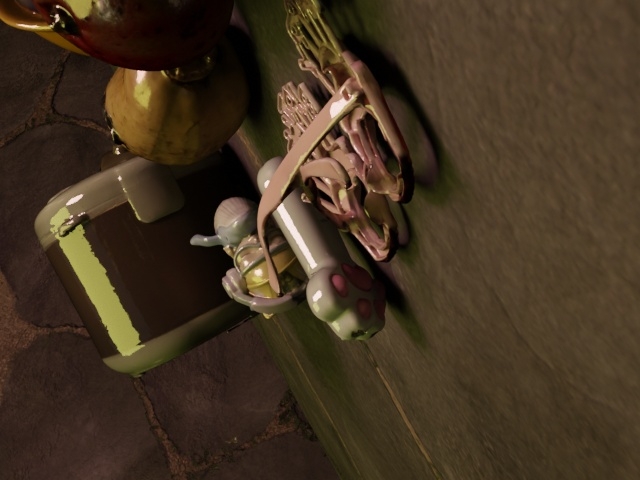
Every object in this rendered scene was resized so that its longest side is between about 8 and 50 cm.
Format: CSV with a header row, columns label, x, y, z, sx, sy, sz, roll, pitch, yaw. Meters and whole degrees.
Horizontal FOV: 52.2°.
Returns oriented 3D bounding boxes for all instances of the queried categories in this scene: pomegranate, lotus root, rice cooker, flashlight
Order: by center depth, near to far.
label,x,y,z,sx,sy,sz,roll,pitch,yaw
pomegranate,-0.096,-0.168,0.390,0.129,0.159,0.130,24,127,37
flashlight,0.000,0.000,0.607,0.093,0.047,0.200,12,-136,-52
lotus root,-0.156,-0.154,0.701,0.140,0.154,0.257,69,164,-3
rice cooker,-0.252,0.008,1.038,0.325,0.335,0.335,62,168,-3

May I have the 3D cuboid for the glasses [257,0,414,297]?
label,x,y,z,sx,sy,sz,roll,pitch,yaw
glasses,-0.013,-0.063,0.464,0.255,0.095,0.162,100,149,-67

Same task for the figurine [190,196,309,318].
label,x,y,z,sx,sy,sz,roll,pitch,yaw
figurine,-0.069,0.024,0.813,0.184,0.128,0.208,51,171,33

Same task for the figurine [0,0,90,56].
label,x,y,z,sx,sy,sz,roll,pitch,yaw
figurine,-0.160,-0.264,0.481,0.192,0.167,0.257,56,143,44
